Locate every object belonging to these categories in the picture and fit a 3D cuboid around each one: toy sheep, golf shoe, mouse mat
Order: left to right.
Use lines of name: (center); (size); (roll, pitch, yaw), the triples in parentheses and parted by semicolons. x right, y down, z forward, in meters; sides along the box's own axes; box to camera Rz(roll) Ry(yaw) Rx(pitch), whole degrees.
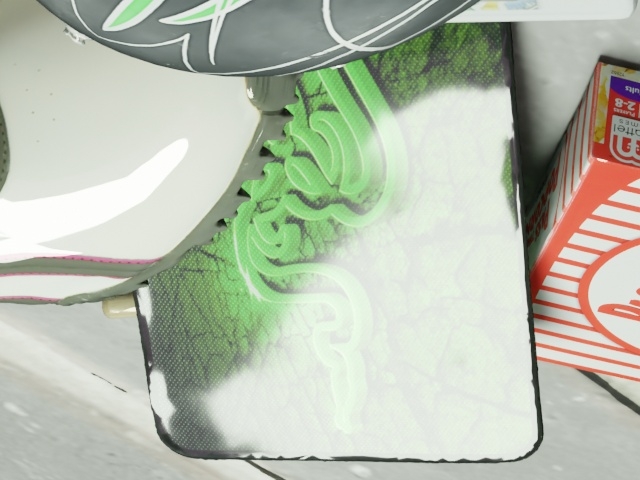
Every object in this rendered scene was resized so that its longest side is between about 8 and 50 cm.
golf shoe: (-0.134, -0.017, 0.596); (0.273, 0.105, 0.120); (-21, 173, 26)
toy sheep: (-0.021, 0.022, 0.754); (0.132, 0.091, 0.091); (-10, 147, -1)
mouse mat: (0.000, 0.000, 0.687); (0.153, 0.007, 0.189); (-1, 114, 14)

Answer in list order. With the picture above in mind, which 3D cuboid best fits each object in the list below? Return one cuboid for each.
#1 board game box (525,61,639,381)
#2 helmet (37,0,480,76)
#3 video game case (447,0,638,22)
board game box: (0.175, 0.011, 0.714); (0.194, 0.045, 0.146); (12, 149, -3)
helmet: (-0.005, -0.119, 0.399); (0.169, 0.161, 0.169); (8, 139, 7)
video game case: (-0.028, -0.135, 0.557); (0.227, 0.026, 0.206); (1, 147, 16)
